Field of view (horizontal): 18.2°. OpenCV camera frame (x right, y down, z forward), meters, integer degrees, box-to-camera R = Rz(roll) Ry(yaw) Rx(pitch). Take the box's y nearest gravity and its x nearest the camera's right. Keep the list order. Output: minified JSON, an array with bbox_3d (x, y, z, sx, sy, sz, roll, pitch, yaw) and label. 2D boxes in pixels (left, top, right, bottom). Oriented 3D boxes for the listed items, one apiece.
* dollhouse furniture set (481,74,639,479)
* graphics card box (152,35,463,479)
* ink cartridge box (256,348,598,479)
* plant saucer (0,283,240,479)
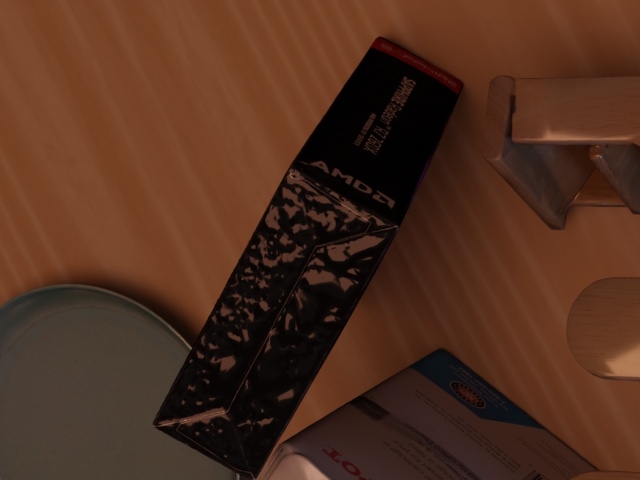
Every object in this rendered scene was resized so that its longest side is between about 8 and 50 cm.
[{"bbox_3d":[0.246,0.090,1.447,0.256,0.362,0.394,1,73,25],"label":"dollhouse furniture set"},{"bbox_3d":[0.000,0.000,1.529,0.094,0.371,0.233,30,112,1],"label":"graphics card box"},{"bbox_3d":[0.090,0.230,1.565,0.223,0.307,0.129,39,114,14],"label":"ink cartridge box"},{"bbox_3d":[-0.207,0.192,1.852,0.317,0.043,0.318,6,103,26],"label":"plant saucer"}]
